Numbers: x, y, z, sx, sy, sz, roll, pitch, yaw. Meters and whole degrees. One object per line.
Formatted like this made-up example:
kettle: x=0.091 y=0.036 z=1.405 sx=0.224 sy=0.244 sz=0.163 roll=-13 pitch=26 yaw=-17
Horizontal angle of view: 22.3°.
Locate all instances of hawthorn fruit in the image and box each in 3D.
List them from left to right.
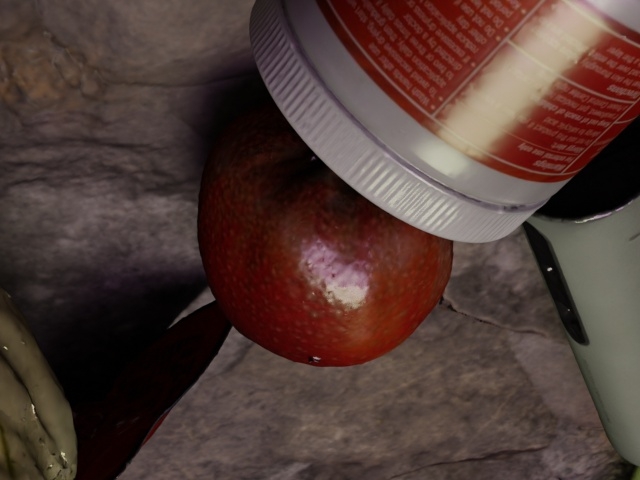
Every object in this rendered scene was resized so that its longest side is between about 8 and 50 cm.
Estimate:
hawthorn fruit: x=0.000 y=0.000 z=1.031 sx=0.169 sy=0.169 sz=0.188 roll=1 pitch=140 yaw=-18

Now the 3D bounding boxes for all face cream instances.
face cream: x=0.093 y=-0.131 z=0.874 sx=0.201 sy=0.201 sz=0.187 roll=20 pitch=129 yaw=-33

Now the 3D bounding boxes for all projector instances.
projector: x=0.224 y=0.043 z=1.175 sx=0.108 sy=0.108 sz=0.337 roll=-21 pitch=138 yaw=8

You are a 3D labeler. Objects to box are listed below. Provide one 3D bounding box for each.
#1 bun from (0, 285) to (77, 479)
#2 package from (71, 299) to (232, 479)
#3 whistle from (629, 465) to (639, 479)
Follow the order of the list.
bun: x=-0.286 y=0.175 z=1.010 sx=0.234 sy=0.362 sz=0.326 roll=7 pitch=178 yaw=-30
package: x=-0.164 y=0.147 z=1.144 sx=0.071 sy=0.194 sz=0.269 roll=31 pitch=135 yaw=-13
whistle: x=0.298 y=0.281 z=1.458 sx=0.131 sy=0.106 sz=0.288 roll=-6 pitch=138 yaw=-1
